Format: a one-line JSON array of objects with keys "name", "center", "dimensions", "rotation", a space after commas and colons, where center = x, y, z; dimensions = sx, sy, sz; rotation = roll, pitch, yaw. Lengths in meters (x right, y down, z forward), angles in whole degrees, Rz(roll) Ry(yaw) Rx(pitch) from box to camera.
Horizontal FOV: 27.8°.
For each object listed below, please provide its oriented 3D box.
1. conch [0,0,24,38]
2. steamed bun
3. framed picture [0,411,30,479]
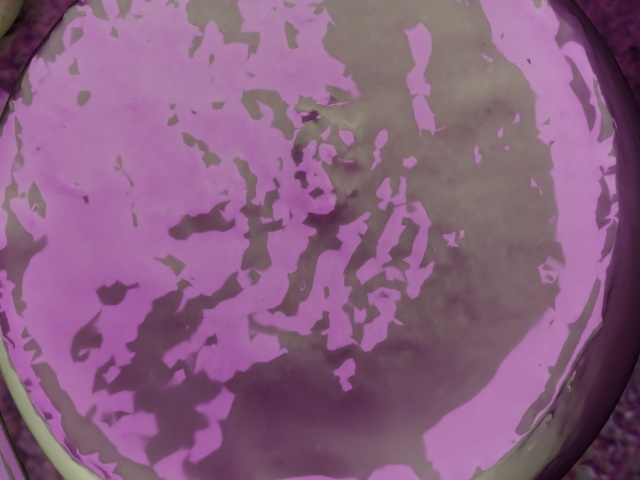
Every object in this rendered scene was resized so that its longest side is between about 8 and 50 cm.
[{"name": "conch", "center": [-0.209, -0.201, 0.719], "dimensions": [0.158, 0.127, 0.255], "rotation": [8, 76, 1]}, {"name": "steamed bun", "center": [0.000, 0.000, 0.621], "dimensions": [0.324, 0.206, 0.324], "rotation": [-1, 81, 7]}, {"name": "framed picture", "center": [-0.202, 0.154, 0.684], "dimensions": [0.109, 0.011, 0.149], "rotation": [-26, 77, -7]}]
